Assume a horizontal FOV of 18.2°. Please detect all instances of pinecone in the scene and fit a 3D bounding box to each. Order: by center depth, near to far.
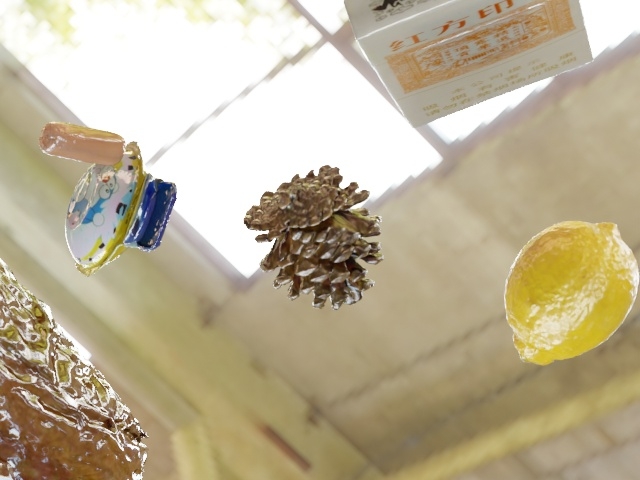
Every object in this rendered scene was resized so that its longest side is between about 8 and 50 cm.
[{"bbox_3d":[-0.001,-0.001,2.672,0.179,0.195,0.150,-28,175,7],"label":"pinecone"}]

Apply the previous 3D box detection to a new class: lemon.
[{"bbox_3d":[0.276,0.059,2.244,0.187,0.142,0.142,-58,-166,12],"label":"lemon"}]

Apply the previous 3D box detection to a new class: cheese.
[{"bbox_3d":[-0.211,-0.034,2.118,0.250,0.064,0.156,5,-105,61],"label":"cheese"}]

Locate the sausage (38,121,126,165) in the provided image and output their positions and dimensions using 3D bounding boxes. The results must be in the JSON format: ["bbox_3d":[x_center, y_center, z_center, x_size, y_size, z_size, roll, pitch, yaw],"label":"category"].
[{"bbox_3d":[-0.223,-0.091,1.872,0.034,0.083,0.034,-24,-119,54],"label":"sausage"}]

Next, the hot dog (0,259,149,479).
[{"bbox_3d":[-0.291,0.085,1.380,0.267,0.387,0.174,-26,-160,42],"label":"hot dog"}]

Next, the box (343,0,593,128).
[{"bbox_3d":[0.149,-0.199,1.895,0.205,0.051,0.365,-20,167,7],"label":"box"}]
